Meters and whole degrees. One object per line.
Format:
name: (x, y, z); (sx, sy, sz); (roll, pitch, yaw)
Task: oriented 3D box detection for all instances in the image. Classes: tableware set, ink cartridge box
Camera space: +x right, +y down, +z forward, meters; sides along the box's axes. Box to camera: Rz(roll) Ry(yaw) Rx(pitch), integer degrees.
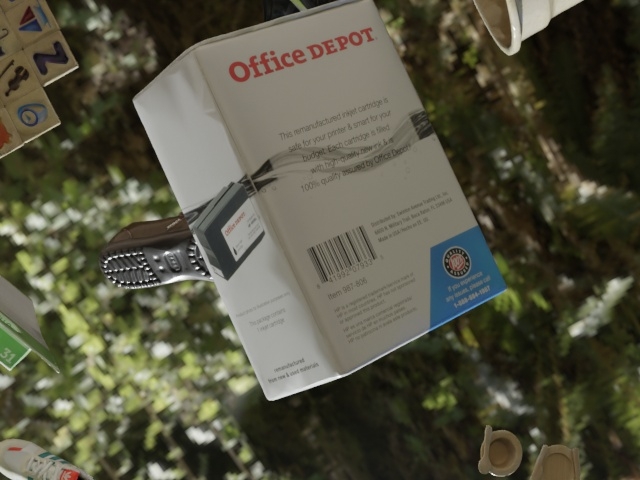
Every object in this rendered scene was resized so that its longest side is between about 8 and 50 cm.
tableware set: (0.242, 0.305, 1.609); (0.020, 0.169, 0.141); (162, -59, -70)
ink cartridge box: (0.001, -0.055, 1.565); (0.285, 0.394, 0.166); (-23, 178, -38)
ink cartridge box: (-0.343, 0.057, 1.284); (0.056, 0.171, 0.235); (-47, -157, -1)

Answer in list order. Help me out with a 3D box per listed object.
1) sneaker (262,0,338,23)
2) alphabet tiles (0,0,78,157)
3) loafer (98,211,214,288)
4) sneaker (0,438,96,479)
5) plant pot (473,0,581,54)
sneaker: (-0.028, -0.317, 1.893); (0.097, 0.234, 0.084); (-17, -151, 33)
alphabet tiles: (-0.511, -0.226, 1.798); (0.343, 0.285, 0.011); (-29, 176, 4)
loafer: (-0.213, -0.007, 2.375); (0.366, 0.133, 0.130); (-3, -139, 11)
sneaker: (-0.358, 0.309, 1.785); (0.075, 0.161, 0.057); (-22, -141, 53)
plant pot: (0.338, -0.462, 1.799); (0.306, 0.333, 0.334); (-22, -161, 2)
